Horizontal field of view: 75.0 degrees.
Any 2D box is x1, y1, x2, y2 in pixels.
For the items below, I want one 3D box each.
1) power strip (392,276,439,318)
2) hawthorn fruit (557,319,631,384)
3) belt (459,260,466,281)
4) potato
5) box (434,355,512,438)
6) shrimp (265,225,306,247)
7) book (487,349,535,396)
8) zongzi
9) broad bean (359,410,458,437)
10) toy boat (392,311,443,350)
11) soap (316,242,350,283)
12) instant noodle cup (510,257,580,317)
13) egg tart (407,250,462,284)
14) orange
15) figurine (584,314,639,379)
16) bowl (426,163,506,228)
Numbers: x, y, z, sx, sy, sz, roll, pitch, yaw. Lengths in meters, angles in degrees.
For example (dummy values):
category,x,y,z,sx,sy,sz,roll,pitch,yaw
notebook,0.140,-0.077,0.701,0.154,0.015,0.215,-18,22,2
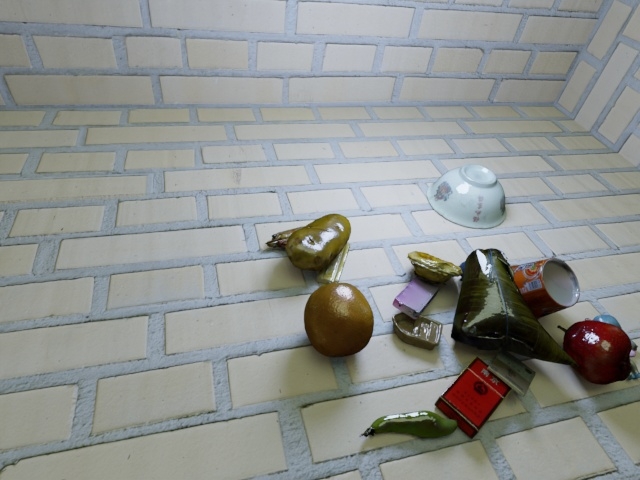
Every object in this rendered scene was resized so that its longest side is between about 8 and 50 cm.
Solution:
category,x,y,z,sx,sy,sz,roll,pitch,yaw
power strip,0.383,0.221,1.660,0.109,0.037,0.279,30,30,22
hawthorn fruit,0.989,0.387,1.526,0.210,0.230,0.266,-37,28,3
belt,0.709,0.146,1.786,0.218,0.122,0.128,-4,48,-15
potato,0.000,0.000,1.761,0.196,0.176,0.369,-10,22,47
box,0.516,0.519,1.399,0.240,0.074,0.153,-29,51,-35
shrimp,-0.101,0.003,1.846,0.295,0.062,0.154,-8,52,-19
book,0.678,0.460,1.472,0.138,0.016,0.199,38,27,26
zongzi,0.738,0.241,1.564,0.433,0.207,0.403,13,62,13
broad bean,0.274,0.578,1.305,0.325,0.067,0.075,-2,44,-5
toy boat,0.355,0.336,1.571,0.188,0.061,0.116,19,45,10
soap,0.059,0.089,1.797,0.092,0.037,0.252,16,43,6
instant noodle cup,0.869,0.189,1.652,0.251,0.192,0.250,8,68,-20
egg tart,0.475,0.117,1.760,0.241,0.105,0.241,17,9,-3
orange,0.060,0.270,1.443,0.264,0.264,0.264,5,43,-5
figurine,1.159,0.402,1.610,0.206,0.102,0.260,-6,55,-13
bowl,0.795,-0.273,2.188,0.435,0.196,0.434,4,44,-4
